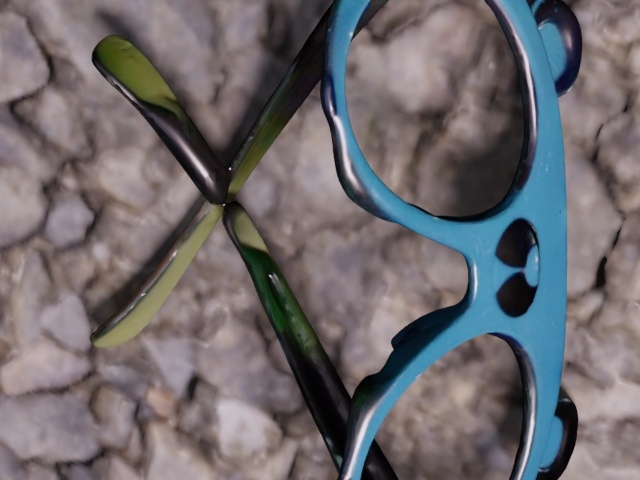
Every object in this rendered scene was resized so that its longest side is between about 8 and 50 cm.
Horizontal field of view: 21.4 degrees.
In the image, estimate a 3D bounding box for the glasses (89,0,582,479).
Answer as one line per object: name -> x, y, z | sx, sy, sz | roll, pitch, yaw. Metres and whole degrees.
glasses -> -0.015, 0.009, 0.614 | 0.207, 0.102, 0.239 | 1, 104, 22
